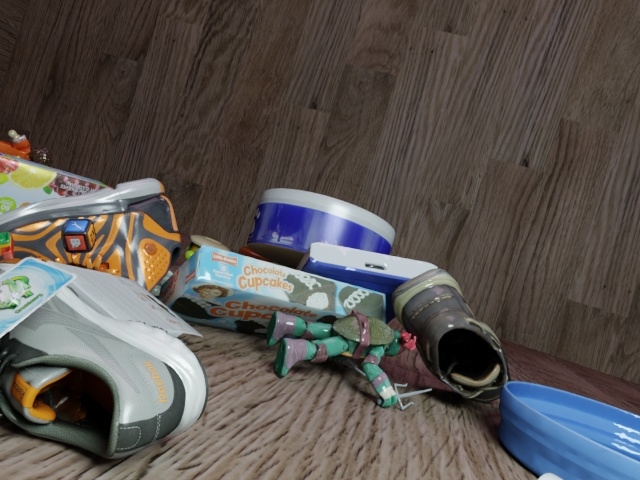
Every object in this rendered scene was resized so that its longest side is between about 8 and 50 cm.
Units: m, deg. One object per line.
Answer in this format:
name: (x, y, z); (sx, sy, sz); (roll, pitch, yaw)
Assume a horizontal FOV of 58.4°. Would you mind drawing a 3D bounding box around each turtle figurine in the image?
turtle figurine: (0.044, 0.161, 0.847); (0.234, 0.118, 0.175); (11, 3, -19)

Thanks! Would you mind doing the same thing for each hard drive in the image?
hard drive: (0.043, 0.103, 1.022); (0.210, 0.040, 0.319); (11, -28, -12)

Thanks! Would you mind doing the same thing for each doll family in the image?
doll family: (-0.531, -0.054, 0.984); (0.163, 0.263, 0.118); (9, 37, -15)

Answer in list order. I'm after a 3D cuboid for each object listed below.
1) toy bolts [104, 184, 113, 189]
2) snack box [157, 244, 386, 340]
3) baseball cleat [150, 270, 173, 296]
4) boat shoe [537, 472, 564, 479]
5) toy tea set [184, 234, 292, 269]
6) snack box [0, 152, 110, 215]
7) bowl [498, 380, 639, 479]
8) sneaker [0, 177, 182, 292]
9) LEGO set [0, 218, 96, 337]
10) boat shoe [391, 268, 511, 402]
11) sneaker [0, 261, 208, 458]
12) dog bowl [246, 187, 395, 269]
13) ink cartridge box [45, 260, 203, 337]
toy bolts: (-0.601, -0.036, 1.389); (0.228, 0.158, 0.218); (7, -43, 19)
snack box: (-0.077, 0.103, 0.921); (0.322, 0.060, 0.187); (17, -30, -26)
baseball cleat: (-0.356, 0.062, 1.042); (0.205, 0.072, 0.109); (22, -13, 1)
boat shoe: (0.147, 0.216, 0.363); (0.076, 0.080, 0.228); (25, 6, 33)
toy tea set: (-0.167, 0.084, 1.117); (0.200, 0.124, 0.336); (26, 4, 33)
snack box: (-0.460, -0.035, 0.891); (0.207, 0.175, 0.070); (18, 4, -38)
bowl: (0.428, 0.298, 0.762); (0.391, 0.077, 0.391); (18, 1, 0)
sneaker: (-0.349, 0.031, 0.833); (0.321, 0.180, 0.124); (-21, -1, -29)
LEGO set: (-0.281, 0.049, 0.407); (0.182, 0.060, 0.244); (18, 39, 18)
boat shoe: (0.225, 0.191, 0.915); (0.355, 0.132, 0.130); (45, 16, -39)
sneaker: (-0.226, 0.087, 0.445); (0.271, 0.100, 0.108); (16, 9, 14)
dog bowl: (0.000, 0.000, 1.075); (0.264, 0.104, 0.265); (16, -12, 3)
ink cartridge box: (-0.249, 0.091, 0.721); (0.145, 0.045, 0.179); (34, -3, 20)
